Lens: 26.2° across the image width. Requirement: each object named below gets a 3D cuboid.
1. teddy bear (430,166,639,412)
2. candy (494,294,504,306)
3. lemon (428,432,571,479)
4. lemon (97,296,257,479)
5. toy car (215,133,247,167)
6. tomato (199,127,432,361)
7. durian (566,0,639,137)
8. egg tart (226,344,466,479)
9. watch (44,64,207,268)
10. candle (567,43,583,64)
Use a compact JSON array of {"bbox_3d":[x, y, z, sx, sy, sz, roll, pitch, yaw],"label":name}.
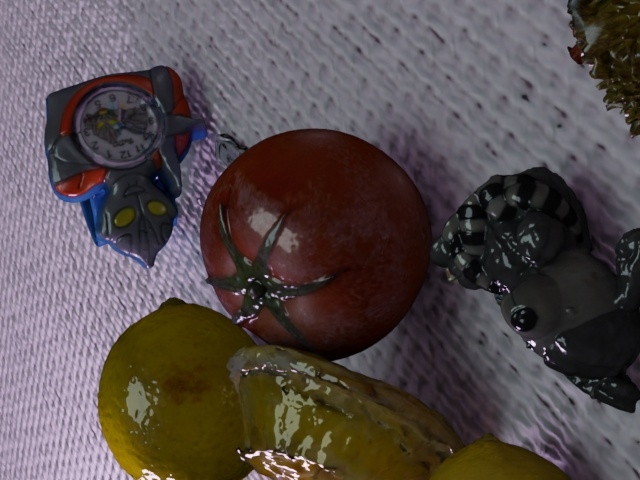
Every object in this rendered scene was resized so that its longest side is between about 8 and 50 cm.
[{"bbox_3d":[0.224,0.029,1.289,0.251,0.144,0.171,50,122,39],"label":"teddy bear"},{"bbox_3d":[0.209,0.066,1.434,0.083,0.020,0.030,27,119,53],"label":"candy"},{"bbox_3d":[0.181,0.294,1.377,0.178,0.178,0.203,-25,68,58],"label":"lemon"},{"bbox_3d":[-0.184,0.225,1.913,0.267,0.267,0.267,19,112,57],"label":"lemon"},{"bbox_3d":[-0.131,-0.124,1.969,0.093,0.025,0.041,35,124,52],"label":"toy car"},{"bbox_3d":[0.000,0.000,1.557,0.265,0.265,0.265,19,112,57],"label":"tomato"},{"bbox_3d":[0.328,-0.186,0.984,0.293,0.258,0.258,-43,58,36],"label":"durian"},{"bbox_3d":[0.016,0.231,1.547,0.315,0.315,0.120,-20,39,59],"label":"egg tart"},{"bbox_3d":[-0.293,-0.092,2.096,0.274,0.241,0.305,135,121,-73],"label":"watch"},{"bbox_3d":[0.278,-0.215,1.258,0.167,0.021,0.026,128,148,-52],"label":"candle"}]
